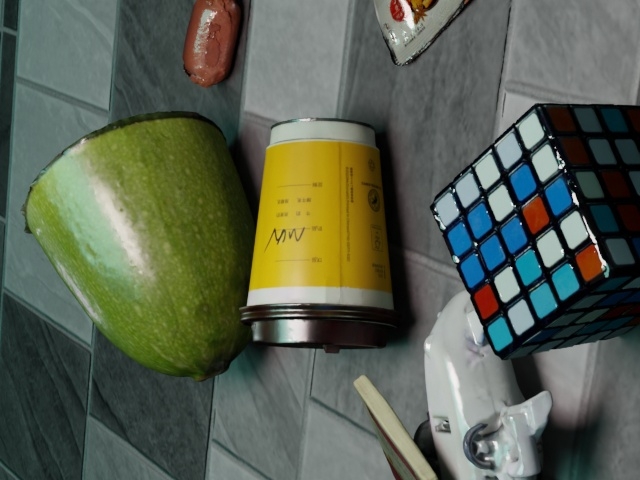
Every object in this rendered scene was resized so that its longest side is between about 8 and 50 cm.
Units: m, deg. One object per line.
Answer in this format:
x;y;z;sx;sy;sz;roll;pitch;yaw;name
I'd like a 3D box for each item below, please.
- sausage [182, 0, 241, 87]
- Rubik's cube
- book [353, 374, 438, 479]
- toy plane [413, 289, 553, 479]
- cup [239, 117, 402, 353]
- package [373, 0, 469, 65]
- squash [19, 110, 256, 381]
-0.153;-0.286;2.017;0.076;0.076;0.141;44;127;43;sausage
0.250;-0.011;1.379;0.182;0.187;0.184;-44;61;46;Rubik's cube
0.108;0.269;1.623;0.162;0.022;0.232;52;169;40;book
0.177;0.184;1.551;0.267;0.122;0.267;176;90;-73;toy plane
0.000;0.000;1.741;0.196;0.196;0.279;-11;76;54;cup
0.093;-0.342;1.702;0.154;0.030;0.239;-46;58;48;package
-0.209;0.033;1.938;0.310;0.310;0.309;-52;57;43;squash
